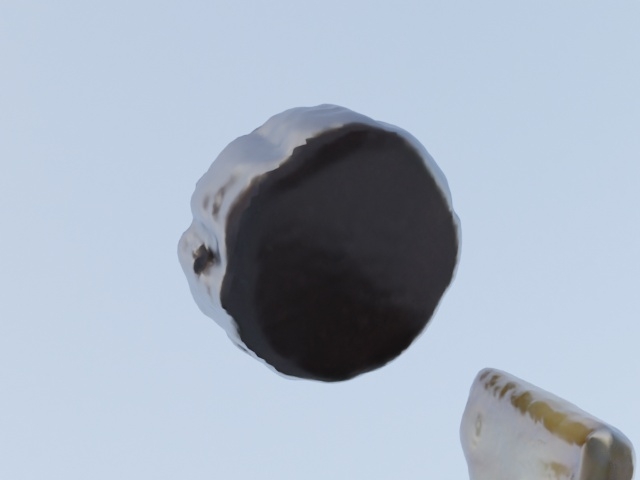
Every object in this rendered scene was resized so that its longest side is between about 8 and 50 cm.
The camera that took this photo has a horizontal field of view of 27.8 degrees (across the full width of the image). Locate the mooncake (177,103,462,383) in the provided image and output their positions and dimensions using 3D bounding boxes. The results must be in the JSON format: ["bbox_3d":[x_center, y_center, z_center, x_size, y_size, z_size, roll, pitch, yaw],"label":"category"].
[{"bbox_3d":[0.000,0.000,1.304,0.283,0.141,0.283,-11,-66,-25],"label":"mooncake"}]

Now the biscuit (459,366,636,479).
[{"bbox_3d":[0.187,0.256,1.205,0.062,0.291,0.236,15,-89,-19],"label":"biscuit"}]
